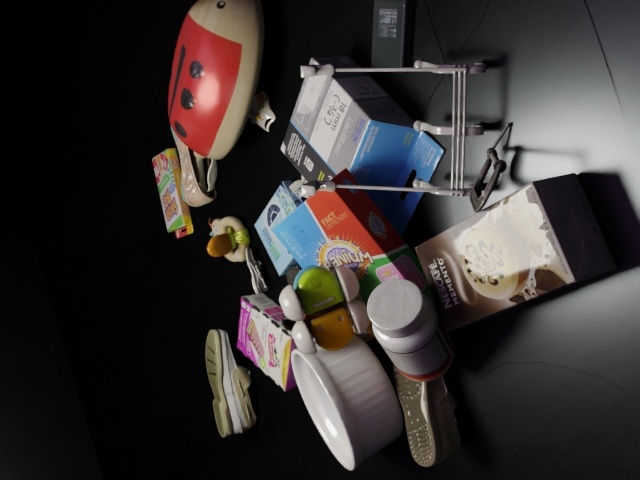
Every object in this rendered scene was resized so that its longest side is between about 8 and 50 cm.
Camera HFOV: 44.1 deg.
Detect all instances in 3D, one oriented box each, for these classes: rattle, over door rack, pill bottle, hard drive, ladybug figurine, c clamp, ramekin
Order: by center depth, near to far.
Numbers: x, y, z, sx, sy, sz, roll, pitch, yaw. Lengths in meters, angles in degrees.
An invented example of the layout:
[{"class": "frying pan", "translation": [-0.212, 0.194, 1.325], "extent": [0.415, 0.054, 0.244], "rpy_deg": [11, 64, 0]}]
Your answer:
[{"class": "c clamp", "translation": [0.279, -0.117, 1.305], "extent": [0.022, 0.160, 0.137], "rpy_deg": [25, 114, -4]}, {"class": "over door rack", "translation": [0.130, -0.203, 1.424], "extent": [0.324, 0.108, 0.239], "rpy_deg": [2, 104, 12]}, {"class": "pill bottle", "translation": [0.165, 0.164, 1.439], "extent": [0.121, 0.121, 0.221], "rpy_deg": [44, 173, 38]}, {"class": "hard drive", "translation": [0.137, -0.397, 1.534], "extent": [0.094, 0.022, 0.135], "rpy_deg": [22, 116, 49]}, {"class": "ramekin", "translation": [0.058, 0.329, 1.669], "extent": [0.277, 0.135, 0.277], "rpy_deg": [55, 160, 31]}, {"class": "ladybug figurine", "translation": [-0.265, -0.402, 1.914], "extent": [0.305, 0.162, 0.449], "rpy_deg": [53, 133, 52]}, {"class": "rattle", "translation": [-0.290, -0.003, 2.122], "extent": [0.200, 0.143, 0.130], "rpy_deg": [29, 140, 39]}]

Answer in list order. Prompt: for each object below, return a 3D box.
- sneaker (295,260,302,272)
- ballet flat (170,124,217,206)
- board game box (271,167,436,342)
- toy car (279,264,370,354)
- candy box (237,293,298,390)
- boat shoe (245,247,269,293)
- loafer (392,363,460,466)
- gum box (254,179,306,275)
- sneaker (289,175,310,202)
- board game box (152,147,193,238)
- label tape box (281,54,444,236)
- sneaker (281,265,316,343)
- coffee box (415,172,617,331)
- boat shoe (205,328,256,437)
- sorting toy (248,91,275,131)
[{"class": "sneaker", "translation": [0.000, 0.000, 1.754], "extent": [0.101, 0.106, 0.267], "rpy_deg": [14, 109, 53]}, {"class": "ballet flat", "translation": [-0.334, -0.250, 2.163], "extent": [0.106, 0.107, 0.316], "rpy_deg": [1, 106, 33]}, {"class": "board game box", "translation": [0.070, 0.040, 1.605], "extent": [0.316, 0.064, 0.242], "rpy_deg": [51, 141, -1]}, {"class": "toy car", "translation": [0.002, 0.128, 1.596], "extent": [0.136, 0.159, 0.182], "rpy_deg": [-125, 15, -66]}, {"class": "candy box", "translation": [-0.121, 0.254, 2.011], "extent": [0.233, 0.071, 0.159], "rpy_deg": [31, 122, 45]}, {"class": "boat shoe", "translation": [-0.165, 0.076, 2.052], "extent": [0.046, 0.038, 0.125], "rpy_deg": [53, -160, -73]}, {"class": "loafer", "translation": [0.213, 0.309, 1.563], "extent": [0.102, 0.092, 0.268], "rpy_deg": [-29, 60, 49]}, {"class": "gum box", "translation": [-0.081, -0.029, 1.908], "extent": [0.184, 0.041, 0.157], "rpy_deg": [-51, 58, 45]}, {"class": "sneaker", "translation": [-0.019, -0.127, 1.801], "extent": [0.058, 0.052, 0.135], "rpy_deg": [63, 149, 6]}, {"class": "board game box", "translation": [-0.446, -0.139, 2.383], "extent": [0.124, 0.039, 0.259], "rpy_deg": [-16, 89, 55]}, {"class": "label tape box", "translation": [0.071, -0.187, 1.608], "extent": [0.333, 0.106, 0.240], "rpy_deg": [52, 137, 33]}, {"class": "sneaker", "translation": [-0.047, 0.150, 1.831], "extent": [0.228, 0.132, 0.086], "rpy_deg": [51, 135, 33]}, {"class": "coffee box", "translation": [0.314, 0.028, 1.322], "extent": [0.297, 0.119, 0.168], "rpy_deg": [-35, 72, 51]}, {"class": "boat shoe", "translation": [-0.249, 0.387, 2.192], "extent": [0.113, 0.103, 0.302], "rpy_deg": [-168, 70, -65]}, {"class": "sorting toy", "translation": [-0.144, -0.306, 1.931], "extent": [0.075, 0.045, 0.083], "rpy_deg": [45, 135, 12]}]
